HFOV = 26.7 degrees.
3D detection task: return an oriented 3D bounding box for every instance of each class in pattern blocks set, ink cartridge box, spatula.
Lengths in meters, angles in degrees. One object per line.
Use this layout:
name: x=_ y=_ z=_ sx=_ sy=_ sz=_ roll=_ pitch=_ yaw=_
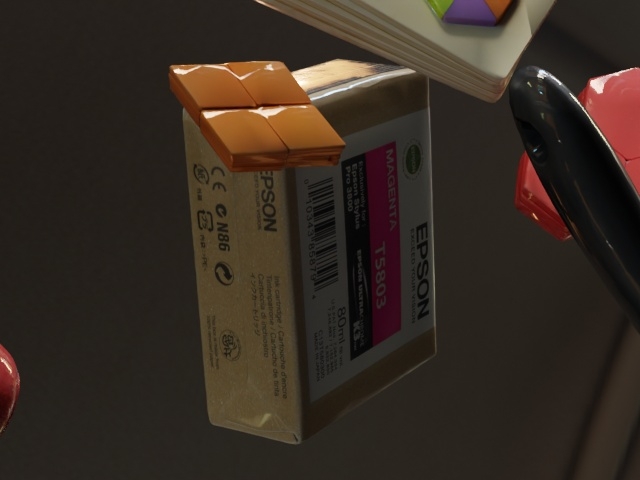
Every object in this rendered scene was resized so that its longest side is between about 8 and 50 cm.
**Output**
pattern blocks set: x=0.032 y=-0.148 z=0.575 sx=0.026 sy=0.324 sz=0.285 roll=104 pitch=-177 yaw=-66
ink cartridge box: x=0.000 y=0.000 z=0.968 sx=0.193 sy=0.088 sz=0.235 roll=-25 pitch=-64 yaw=-51
spatula: x=0.121 y=0.066 z=0.435 sx=0.030 sy=0.084 sz=0.296 roll=-33 pitch=-62 yaw=-9

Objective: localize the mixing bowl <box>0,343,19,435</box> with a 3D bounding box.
mixing bowl: x=-0.415 y=0.180 z=1.578 sx=0.098 sy=0.181 sz=0.181 roll=21 pitch=-99 yaw=-28
